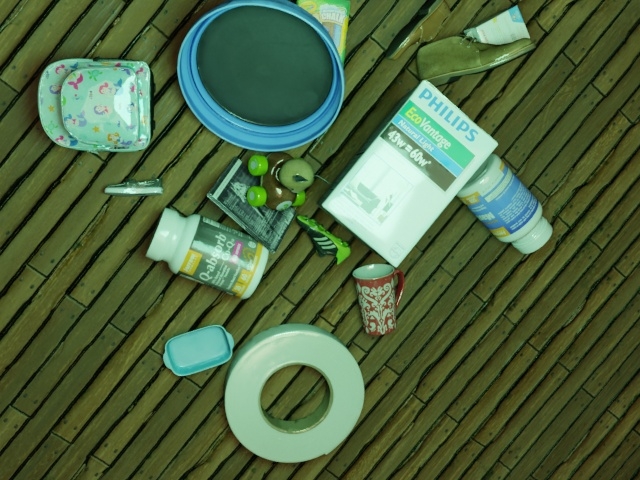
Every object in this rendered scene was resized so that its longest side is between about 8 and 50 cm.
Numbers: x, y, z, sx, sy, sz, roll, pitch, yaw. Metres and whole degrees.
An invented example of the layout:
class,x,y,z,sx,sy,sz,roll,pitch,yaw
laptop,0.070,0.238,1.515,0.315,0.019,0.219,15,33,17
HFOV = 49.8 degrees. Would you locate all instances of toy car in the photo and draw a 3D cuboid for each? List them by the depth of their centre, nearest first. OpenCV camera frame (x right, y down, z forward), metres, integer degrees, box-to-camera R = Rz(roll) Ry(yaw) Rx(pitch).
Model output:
class,x,y,z,sx,sy,sz,roll,pitch,yaw
toy car,-0.064,-0.142,1.694,0.155,0.188,0.149,-3,99,-41

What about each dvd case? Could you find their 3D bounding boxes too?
class,x,y,z,sx,sy,sz,roll,pitch,yaw
dvd case,-0.169,-0.090,1.741,0.221,0.165,0.018,43,132,-17

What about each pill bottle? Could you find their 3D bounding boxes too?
class,x,y,z,sx,sy,sz,roll,pitch,yaw
pill bottle,-0.283,0.030,1.727,0.278,0.162,0.162,22,96,-15
pill bottle,0.500,-0.092,1.866,0.152,0.152,0.272,-46,106,0

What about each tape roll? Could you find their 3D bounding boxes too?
class,x,y,z,sx,sy,sz,roll,pitch,yaw
tape roll,-0.072,0.422,1.898,0.391,0.072,0.392,-2,101,-11

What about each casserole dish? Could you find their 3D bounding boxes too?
class,x,y,z,sx,sy,sz,roll,pitch,yaw
casserole dish,-0.325,0.288,1.836,0.188,0.037,0.114,-17,104,-8

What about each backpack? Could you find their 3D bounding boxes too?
class,x,y,z,sx,sy,sz,roll,pitch,yaw
backpack,-0.522,-0.315,1.603,0.253,0.191,0.225,2,102,-7

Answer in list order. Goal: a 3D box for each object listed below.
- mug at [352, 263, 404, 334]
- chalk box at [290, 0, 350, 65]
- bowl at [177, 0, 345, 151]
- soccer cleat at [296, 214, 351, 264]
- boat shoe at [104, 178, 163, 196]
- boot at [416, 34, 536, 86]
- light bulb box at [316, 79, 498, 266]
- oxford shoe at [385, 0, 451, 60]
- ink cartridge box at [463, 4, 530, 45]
class,x,y,z,sx,sy,sz,roll,pitch,yaw
mug,0.171,0.159,1.874,0.150,0.113,0.169,-10,106,-8
chalk box,-0.008,-0.527,1.684,0.132,0.132,0.213,5,102,-12
bowl,-0.135,-0.387,1.614,0.390,0.077,0.391,4,135,4
soccer cleat,0.000,0.000,1.834,0.178,0.060,0.072,35,106,-16
boat shoe,-0.465,-0.134,1.720,0.142,0.049,0.040,-2,83,-13
boot,0.380,-0.470,1.727,0.305,0.112,0.115,-10,98,31
light bulb box,0.188,-0.156,1.669,0.225,0.358,0.361,40,92,-5
oxford shoe,0.256,-0.533,1.770,0.212,0.076,0.076,-45,117,1
ink cartridge box,0.450,-0.534,1.797,0.143,0.090,0.092,-28,105,-4
